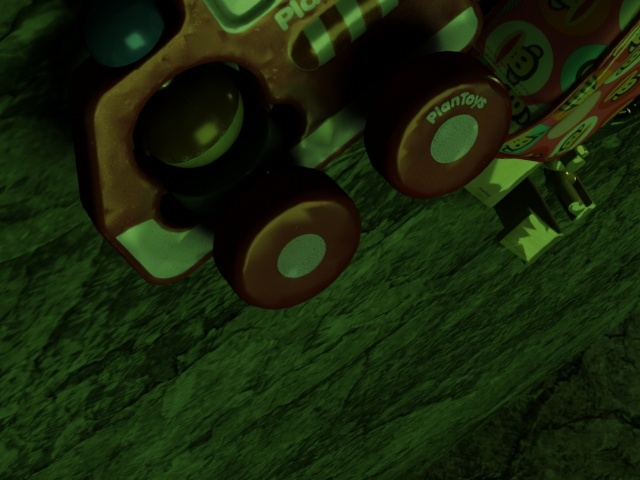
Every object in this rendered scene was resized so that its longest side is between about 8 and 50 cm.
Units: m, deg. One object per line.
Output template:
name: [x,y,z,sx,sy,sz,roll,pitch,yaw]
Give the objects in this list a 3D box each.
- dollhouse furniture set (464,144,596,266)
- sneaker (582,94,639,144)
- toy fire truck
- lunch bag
dollhouse furniture set: [0.220,-0.087,1.711,0.144,0.123,0.151,-43,127,18]
sneaker: [0.334,-0.178,1.604,0.286,0.109,0.130,-24,170,-30]
toy fire truck: [-0.036,-0.115,0.983,0.302,0.169,0.254,-37,139,-1]
lunch bag: [0.265,-0.196,1.364,0.293,0.120,0.258,-46,161,24]
